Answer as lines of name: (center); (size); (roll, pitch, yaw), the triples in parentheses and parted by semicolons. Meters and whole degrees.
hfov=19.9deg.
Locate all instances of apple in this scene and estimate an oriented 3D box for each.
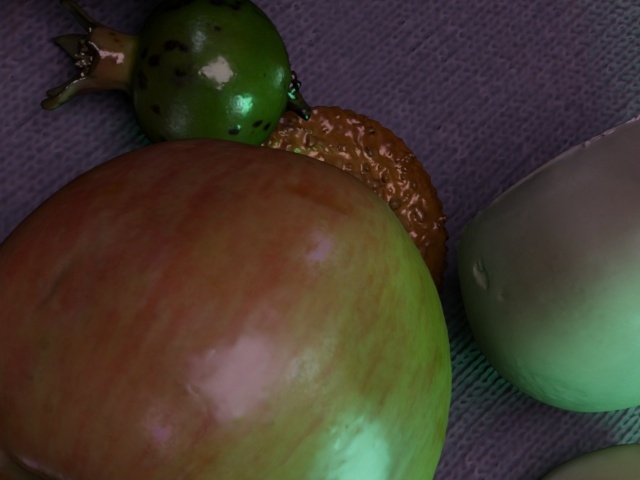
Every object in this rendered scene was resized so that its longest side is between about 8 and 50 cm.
apple: (-0.089, 0.110, 1.370); (0.391, 0.391, 0.346); (40, 56, -10)

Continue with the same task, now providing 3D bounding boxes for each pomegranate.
pomegranate: (-0.126, -0.135, 1.542); (0.220, 0.156, 0.156); (-6, 81, 11)

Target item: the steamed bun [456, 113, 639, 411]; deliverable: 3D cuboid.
steamed bun: (0.280, 0.025, 1.559); (0.324, 0.324, 0.206); (-23, 77, -23)

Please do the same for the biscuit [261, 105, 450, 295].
biscuit: (0.000, 0.000, 1.610); (0.254, 0.035, 0.254); (4, 79, -20)

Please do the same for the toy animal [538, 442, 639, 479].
toy animal: (0.272, 0.363, 1.567); (0.277, 0.345, 0.247); (-32, 127, -3)
